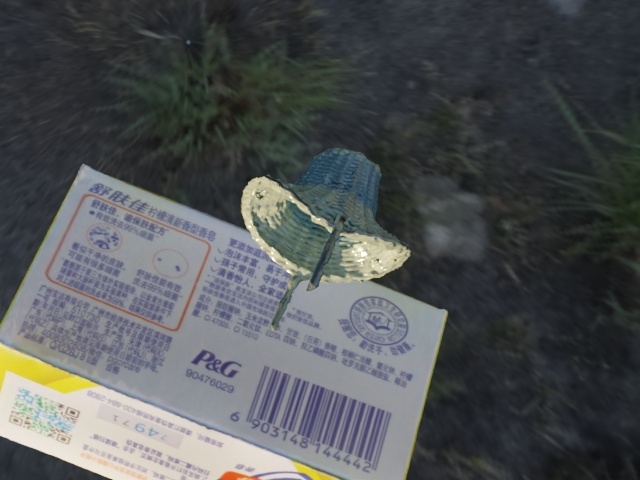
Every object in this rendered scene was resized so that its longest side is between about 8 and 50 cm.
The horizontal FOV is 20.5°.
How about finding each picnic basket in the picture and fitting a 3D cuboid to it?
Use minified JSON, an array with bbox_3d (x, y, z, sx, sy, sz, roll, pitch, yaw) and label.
[{"bbox_3d":[0.000,0.000,0.814,0.083,0.065,0.083,25,62,-13],"label":"picnic basket"}]

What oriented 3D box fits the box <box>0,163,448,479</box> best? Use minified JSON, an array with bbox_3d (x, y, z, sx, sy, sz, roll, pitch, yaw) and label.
[{"bbox_3d":[-0.065,0.080,1.118,0.265,0.168,0.097,21,136,-5],"label":"box"}]
